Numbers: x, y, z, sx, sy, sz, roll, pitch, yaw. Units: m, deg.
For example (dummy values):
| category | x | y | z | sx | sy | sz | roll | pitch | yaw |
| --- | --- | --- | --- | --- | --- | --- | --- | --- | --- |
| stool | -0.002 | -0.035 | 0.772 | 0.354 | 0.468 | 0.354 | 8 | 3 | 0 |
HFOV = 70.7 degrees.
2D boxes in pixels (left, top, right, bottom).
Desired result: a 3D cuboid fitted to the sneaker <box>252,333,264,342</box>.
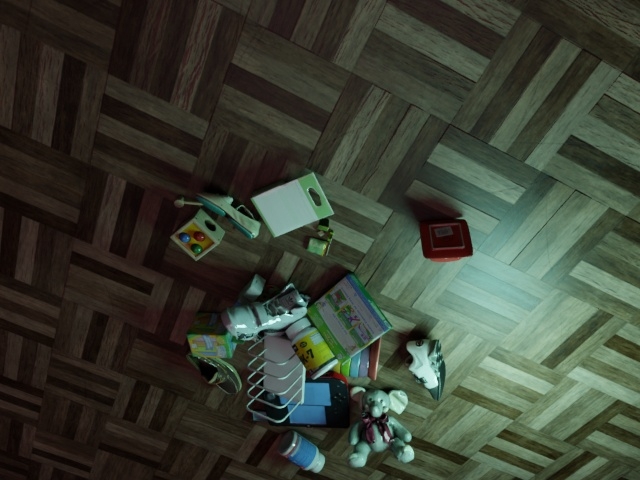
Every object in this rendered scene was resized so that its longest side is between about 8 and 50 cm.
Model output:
| category | x | y | z | sx | sy | sz | roll | pitch | yaw |
| --- | --- | --- | --- | --- | --- | --- | --- | --- | --- |
| sneaker | -0.283 | 0.387 | 1.865 | 0.044 | 0.040 | 0.109 | -27 | 111 | 31 |

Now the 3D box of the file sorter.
| category | x | y | z | sx | sy | sz | roll | pitch | yaw |
| --- | --- | --- | --- | --- | --- | --- | --- | --- | --- |
| file sorter | -0.184 | 0.544 | 1.803 | 0.193 | 0.173 | 0.277 | 12 | 109 | 25 |

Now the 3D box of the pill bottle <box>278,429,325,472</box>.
| category | x | y | z | sx | sy | sz | roll | pitch | yaw |
| --- | --- | --- | --- | --- | --- | --- | --- | --- | --- |
| pill bottle | -0.087 | 1.030 | 2.184 | 0.221 | 0.124 | 0.124 | 42 | 117 | -17 |

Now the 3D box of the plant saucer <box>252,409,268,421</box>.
| category | x | y | z | sx | sy | sz | roll | pitch | yaw |
| --- | --- | --- | --- | --- | --- | --- | --- | --- | --- |
| plant saucer | -0.225 | 0.837 | 2.145 | 0.192 | 0.018 | 0.067 | 4 | 122 | 5 |

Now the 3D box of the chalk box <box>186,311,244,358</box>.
| category | x | y | z | sx | sy | sz | roll | pitch | yaw |
| --- | --- | --- | --- | --- | --- | --- | --- | --- | --- |
| chalk box | -0.408 | 0.382 | 1.820 | 0.213 | 0.132 | 0.132 | 0 | 122 | 6 |

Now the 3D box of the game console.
| category | x | y | z | sx | sy | sz | roll | pitch | yaw |
| --- | --- | --- | --- | --- | --- | --- | --- | --- | --- |
| game console | -0.065 | 0.722 | 2.023 | 0.387 | 0.060 | 0.342 | 0 | 117 | 7 |

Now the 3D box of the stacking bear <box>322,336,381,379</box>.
| category | x | y | z | sx | sy | sz | roll | pitch | yaw |
| --- | --- | --- | --- | --- | --- | --- | --- | --- | --- |
| stacking bear | 0.087 | 0.456 | 1.803 | 0.289 | 0.164 | 0.175 | 7 | 113 | 10 |

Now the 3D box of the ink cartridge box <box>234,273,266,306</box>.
| category | x | y | z | sx | sy | sz | roll | pitch | yaw |
| --- | --- | --- | --- | --- | --- | --- | --- | --- | --- |
| ink cartridge box | -0.267 | 0.198 | 1.718 | 0.052 | 0.088 | 0.122 | 34 | 119 | -13 |

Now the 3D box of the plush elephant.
| category | x | y | z | sx | sy | sz | roll | pitch | yaw |
| --- | --- | --- | --- | --- | --- | --- | --- | --- | --- |
| plush elephant | 0.243 | 0.757 | 1.922 | 0.272 | 0.330 | 0.255 | -7 | 97 | 9 |

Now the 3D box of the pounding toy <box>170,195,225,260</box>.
| category | x | y | z | sx | sy | sz | roll | pitch | yaw |
| --- | --- | --- | --- | --- | --- | --- | --- | --- | --- |
| pounding toy | -0.441 | -0.059 | 1.578 | 0.181 | 0.094 | 0.206 | -34 | 113 | 23 |

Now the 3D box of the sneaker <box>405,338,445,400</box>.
| category | x | y | z | sx | sy | sz | roll | pitch | yaw |
| --- | --- | --- | --- | --- | --- | --- | --- | --- | --- |
| sneaker | 0.426 | 0.518 | 1.837 | 0.146 | 0.122 | 0.330 | 0 | 124 | 27 |

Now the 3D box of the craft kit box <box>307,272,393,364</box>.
| category | x | y | z | sx | sy | sz | roll | pitch | yaw |
| --- | --- | --- | --- | --- | --- | --- | --- | --- | --- |
| craft kit box | 0.101 | 0.291 | 1.677 | 0.247 | 0.061 | 0.250 | -42 | 73 | 23 |

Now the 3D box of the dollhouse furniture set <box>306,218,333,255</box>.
| category | x | y | z | sx | sy | sz | roll | pitch | yaw |
| --- | --- | --- | --- | --- | --- | --- | --- | --- | --- |
| dollhouse furniture set | 0.000 | 0.000 | 1.586 | 0.076 | 0.058 | 0.151 | 15 | 122 | -2 |

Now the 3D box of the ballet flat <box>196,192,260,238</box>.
| category | x | y | z | sx | sy | sz | roll | pitch | yaw |
| --- | --- | --- | --- | --- | --- | --- | --- | --- | --- |
| ballet flat | -0.308 | -0.104 | 1.550 | 0.248 | 0.086 | 0.086 | 39 | 117 | -18 |

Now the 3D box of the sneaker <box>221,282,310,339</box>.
| category | x | y | z | sx | sy | sz | roll | pitch | yaw |
| --- | --- | --- | --- | --- | --- | --- | --- | --- | --- |
| sneaker | -0.186 | 0.250 | 1.644 | 0.210 | 0.137 | 0.366 | -41 | 153 | 17 |

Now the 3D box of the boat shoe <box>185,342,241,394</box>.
| category | x | y | z | sx | sy | sz | roll | pitch | yaw |
| --- | --- | --- | --- | --- | --- | --- | --- | --- | --- |
| boat shoe | -0.466 | 0.570 | 1.946 | 0.123 | 0.123 | 0.342 | -19 | 117 | 17 |

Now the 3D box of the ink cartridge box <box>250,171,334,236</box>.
| category | x | y | z | sx | sy | sz | roll | pitch | yaw |
| --- | --- | --- | --- | --- | --- | --- | --- | --- | --- |
| ink cartridge box | -0.094 | -0.126 | 1.523 | 0.235 | 0.056 | 0.171 | -21 | 117 | 14 |

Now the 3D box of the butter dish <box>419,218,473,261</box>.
| category | x | y | z | sx | sy | sz | roll | pitch | yaw |
| --- | --- | --- | --- | --- | --- | --- | --- | --- | --- |
| butter dish | 0.419 | 0.018 | 1.517 | 0.160 | 0.159 | 0.118 | -4 | 144 | 9 |

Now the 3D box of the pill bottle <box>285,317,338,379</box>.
| category | x | y | z | sx | sy | sz | roll | pitch | yaw |
| --- | --- | --- | --- | --- | --- | --- | --- | --- | --- |
| pill bottle | -0.037 | 0.406 | 1.708 | 0.119 | 0.119 | 0.208 | -44 | 72 | 27 |

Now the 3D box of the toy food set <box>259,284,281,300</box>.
| category | x | y | z | sx | sy | sz | roll | pitch | yaw |
| --- | --- | --- | --- | --- | --- | --- | --- | --- | --- |
| toy food set | -0.194 | 0.206 | 1.755 | 0.083 | 0.020 | 0.082 | 13 | 122 | -1 |
